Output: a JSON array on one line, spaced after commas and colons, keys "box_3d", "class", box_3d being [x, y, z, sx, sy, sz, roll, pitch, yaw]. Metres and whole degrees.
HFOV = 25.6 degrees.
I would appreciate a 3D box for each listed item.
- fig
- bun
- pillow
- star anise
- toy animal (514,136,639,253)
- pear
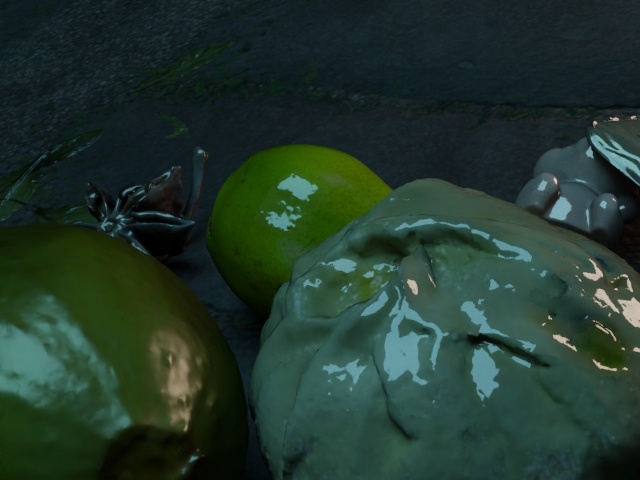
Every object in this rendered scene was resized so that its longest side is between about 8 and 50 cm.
[{"box_3d": [-0.214, 0.148, 1.133, 0.343, 0.343, 0.343, -14, 33, 9], "class": "fig"}, {"box_3d": [0.108, 0.084, 1.159, 0.365, 0.219, 0.365, -12, 36, 9], "class": "bun"}, {"box_3d": [0.348, -0.042, 1.293, 0.131, 0.038, 0.232, -10, 48, -32], "class": "pillow"}, {"box_3d": [-0.211, -0.006, 1.590, 0.231, 0.089, 0.209, -27, 44, 0], "class": "star anise"}, {"box_3d": [0.257, -0.056, 1.373, 0.124, 0.124, 0.212, -1, 32, 28], "class": "toy animal"}, {"box_3d": [0.000, 0.000, 1.394, 0.220, 0.187, 0.187, 25, 50, 22], "class": "pear"}]
